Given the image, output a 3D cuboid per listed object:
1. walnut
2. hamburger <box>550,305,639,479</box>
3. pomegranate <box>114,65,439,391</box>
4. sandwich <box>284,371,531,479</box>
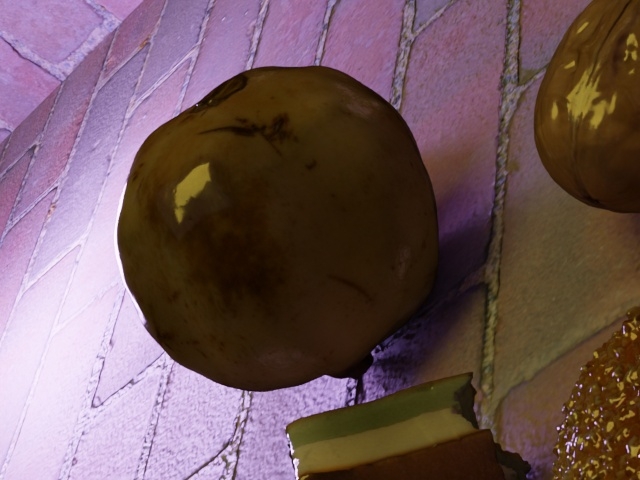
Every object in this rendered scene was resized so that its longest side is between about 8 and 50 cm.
[{"bbox_3d":[0.262,-0.114,1.419,0.165,0.165,0.197,-12,54,60],"label":"walnut"},{"bbox_3d":[0.275,0.114,1.024,0.302,0.170,0.302,-42,25,25],"label":"hamburger"},{"bbox_3d":[-0.037,-0.007,1.687,0.332,0.332,0.332,-44,24,25],"label":"pomegranate"},{"bbox_3d":[0.087,0.231,1.338,0.186,0.220,0.108,-14,23,-1],"label":"sandwich"}]
